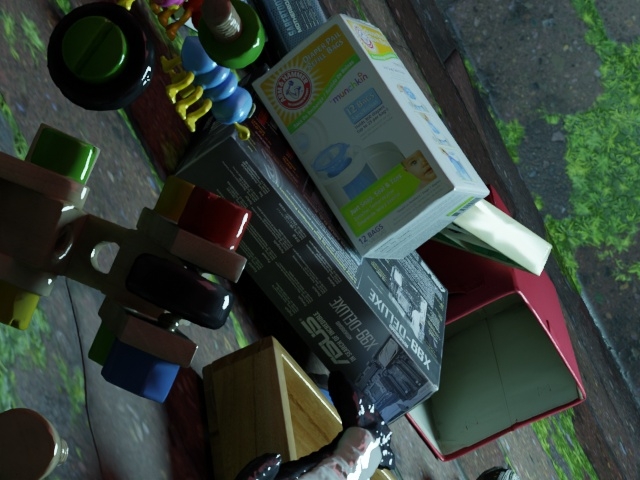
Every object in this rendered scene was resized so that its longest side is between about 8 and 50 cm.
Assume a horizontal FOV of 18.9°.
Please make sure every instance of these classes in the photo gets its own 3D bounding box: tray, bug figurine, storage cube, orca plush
[{"bbox_3d":[0.039,0.279,1.595,0.411,0.076,0.203,51,20,-41],"label":"tray"},{"bbox_3d":[-0.128,-0.217,1.695,0.216,0.072,0.279,56,9,-31],"label":"bug figurine"},{"bbox_3d":[0.160,0.088,2.124,0.215,0.183,0.193,54,17,-35],"label":"storage cube"},{"bbox_3d":[-0.057,0.188,1.320,0.287,0.102,0.151,-56,143,-41],"label":"orca plush"}]

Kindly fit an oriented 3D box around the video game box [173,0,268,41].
[{"bbox_3d":[-0.137,-0.308,2.014,0.205,0.048,0.187,68,16,13],"label":"video game box"}]

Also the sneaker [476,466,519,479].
[{"bbox_3d":[0.249,0.393,2.000,0.344,0.146,0.134,68,15,16],"label":"sneaker"}]

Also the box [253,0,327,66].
[{"bbox_3d":[-0.041,-0.256,2.138,0.183,0.059,0.233,110,-44,-81],"label":"box"}]

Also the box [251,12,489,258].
[{"bbox_3d":[0.046,-0.096,1.796,0.203,0.114,0.103,58,19,14],"label":"box"}]

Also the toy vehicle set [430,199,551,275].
[{"bbox_3d":[0.094,-0.040,2.004,0.267,0.035,0.166,20,-7,45],"label":"toy vehicle set"}]

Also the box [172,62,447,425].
[{"bbox_3d":[0.000,0.000,1.823,0.307,0.076,0.242,51,17,-13],"label":"box"}]

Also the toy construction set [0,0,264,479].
[{"bbox_3d":[-0.148,0.038,1.116,0.237,0.257,0.309,55,33,-79],"label":"toy construction set"}]

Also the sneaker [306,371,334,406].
[{"bbox_3d":[0.024,0.184,1.726,0.152,0.058,0.084,52,27,-21],"label":"sneaker"}]
